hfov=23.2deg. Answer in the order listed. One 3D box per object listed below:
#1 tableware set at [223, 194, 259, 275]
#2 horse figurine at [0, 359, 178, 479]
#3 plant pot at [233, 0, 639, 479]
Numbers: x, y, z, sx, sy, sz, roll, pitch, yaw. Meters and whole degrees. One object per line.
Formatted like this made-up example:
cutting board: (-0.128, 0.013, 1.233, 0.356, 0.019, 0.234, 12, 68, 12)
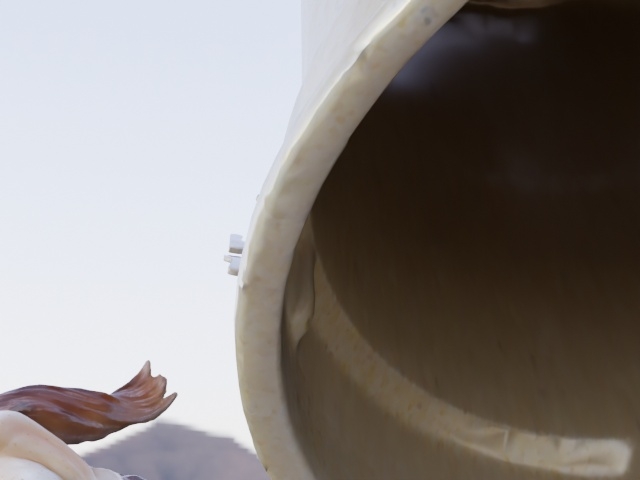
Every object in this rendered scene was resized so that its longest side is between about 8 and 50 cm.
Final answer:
tableware set: (0.000, 0.000, 1.062, 0.128, 0.039, 0.194, 8, 7, -4)
horse figurine: (-0.095, 0.124, 0.618, 0.174, 0.066, 0.263, 25, 16, -25)
plant pot: (0.120, -0.084, 0.538, 0.334, 0.305, 0.333, -6, -47, -6)
